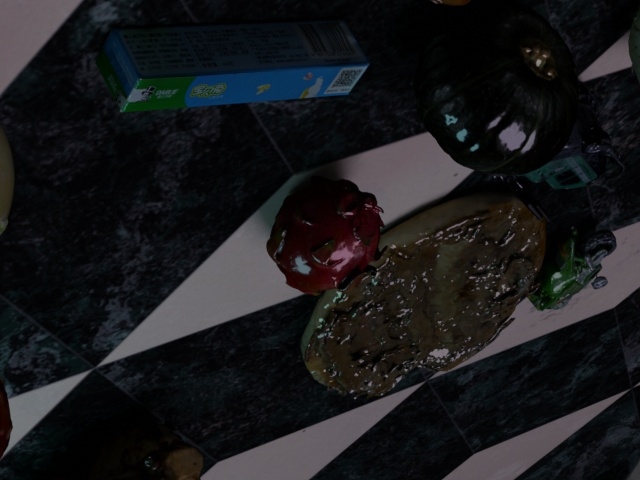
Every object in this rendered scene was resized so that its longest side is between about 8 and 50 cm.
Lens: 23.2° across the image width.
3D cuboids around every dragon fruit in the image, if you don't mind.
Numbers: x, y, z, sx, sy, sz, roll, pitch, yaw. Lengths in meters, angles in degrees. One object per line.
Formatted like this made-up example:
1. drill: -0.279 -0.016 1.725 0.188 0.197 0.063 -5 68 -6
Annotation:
1. dragon fruit: 0.000 0.000 1.771 0.133 0.136 0.166 -22 174 -37

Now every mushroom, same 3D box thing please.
1. mushroom: -0.269 0.360 2.060 0.263 0.195 0.283 7 136 -44

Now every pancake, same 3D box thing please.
1. pancake: 0.140 0.083 2.104 0.382 0.071 0.382 -21 145 -16

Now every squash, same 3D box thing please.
1. squash: 0.181 -0.158 1.603 0.193 0.193 0.156 -9 180 -37

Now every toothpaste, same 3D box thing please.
1. toothpaste: -0.077 -0.167 1.456 0.267 0.065 0.050 -9 150 -38

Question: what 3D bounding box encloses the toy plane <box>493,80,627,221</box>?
1. toy plane: 0.260 -0.119 1.861 0.155 0.106 0.382 -27 160 16

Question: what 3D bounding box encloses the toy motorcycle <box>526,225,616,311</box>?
1. toy motorcycle: 0.361 0.048 2.307 0.106 0.074 0.190 -4 145 -28

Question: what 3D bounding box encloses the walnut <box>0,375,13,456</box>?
1. walnut: -0.440 0.148 1.504 0.269 0.221 0.243 -14 119 -14

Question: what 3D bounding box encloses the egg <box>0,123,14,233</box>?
1. egg: -0.336 -0.047 1.293 0.164 0.164 0.201 -10 146 -35

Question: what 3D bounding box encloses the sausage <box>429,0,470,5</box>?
1. sausage: 0.167 -0.328 1.384 0.109 0.109 0.270 -1 142 -46

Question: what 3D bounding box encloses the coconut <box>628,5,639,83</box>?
1. coconut: 0.447 -0.230 1.787 0.162 0.161 0.161 -8 148 -22
